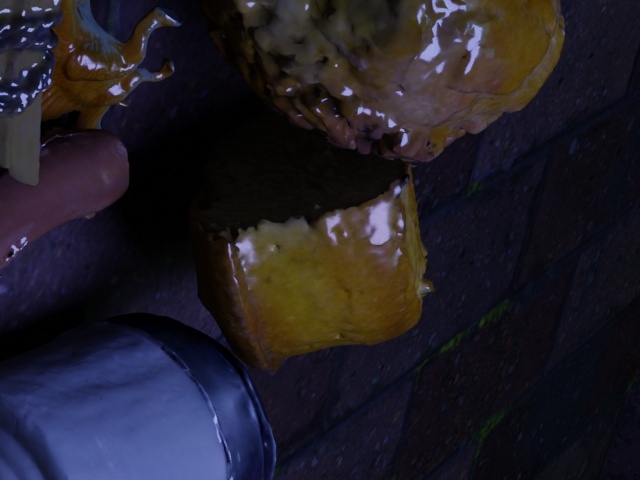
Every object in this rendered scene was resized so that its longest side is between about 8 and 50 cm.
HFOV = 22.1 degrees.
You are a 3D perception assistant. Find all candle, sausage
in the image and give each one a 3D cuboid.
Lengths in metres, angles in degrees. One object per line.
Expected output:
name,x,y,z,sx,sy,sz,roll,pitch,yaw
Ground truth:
candle,-0.200,0.187,1.237,0.342,0.221,0.221,-22,132,-56
sausage,-0.245,-0.003,1.134,0.304,0.078,0.078,-37,144,-42

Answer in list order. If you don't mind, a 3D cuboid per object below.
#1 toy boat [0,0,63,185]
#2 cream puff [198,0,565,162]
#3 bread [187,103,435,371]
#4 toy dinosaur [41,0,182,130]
toy boat,-0.177,-0.239,0.988,0.162,0.136,0.446,-11,128,-39
cream puff,0.022,-0.215,1.220,0.343,0.327,0.231,22,135,-38
bread,0.000,0.000,1.364,0.340,0.194,0.179,-85,162,-69
toy dinosaur,-0.182,-0.134,1.192,0.142,0.057,0.212,-48,145,11
